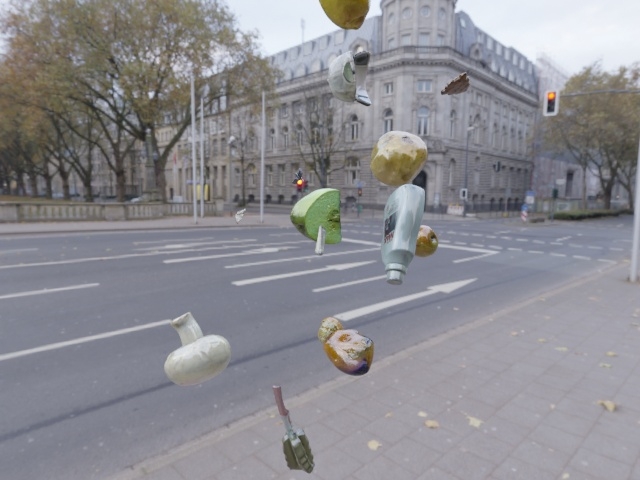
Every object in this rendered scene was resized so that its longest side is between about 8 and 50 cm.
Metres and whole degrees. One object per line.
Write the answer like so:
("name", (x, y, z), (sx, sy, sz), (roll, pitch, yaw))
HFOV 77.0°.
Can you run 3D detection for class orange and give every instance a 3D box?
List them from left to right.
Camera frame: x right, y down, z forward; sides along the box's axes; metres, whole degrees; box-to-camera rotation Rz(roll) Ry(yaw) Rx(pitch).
("orange", (0.057, 0.491, 2.164), (0.134, 0.157, 0.156), (13, 10, 19))

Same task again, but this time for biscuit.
("biscuit", (0.545, -0.609, 1.589), (0.130, 0.019, 0.119), (-3, -21, -40))

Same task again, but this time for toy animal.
("toy animal", (-0.090, -0.272, 1.749), (0.050, 0.084, 0.028), (23, 36, -10))

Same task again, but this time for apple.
("apple", (0.550, 0.008, 2.190), (0.155, 0.182, 0.182), (-16, -6, 43))

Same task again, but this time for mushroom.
("mushroom", (-0.593, 0.548, 1.929), (0.315, 0.356, 0.315), (-8, 33, 5))

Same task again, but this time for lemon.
("lemon", (0.076, -0.770, 1.260), (0.170, 0.207, 0.170), (-26, 1, 1))

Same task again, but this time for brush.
("brush", (-0.091, 0.562, 1.193), (0.084, 0.301, 0.071), (-9, 16, 22))

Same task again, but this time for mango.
("mango", (0.130, 0.515, 1.874), (0.201, 0.153, 0.287), (-22, 19, -24))

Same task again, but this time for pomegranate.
("pomegranate", (0.443, -0.456, 2.290), (0.332, 0.333, 0.332), (1, 7, 0))

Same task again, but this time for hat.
("hat", (0.140, -0.716, 1.789), (0.161, 0.232, 0.275), (10, 19, 34))

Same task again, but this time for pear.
("pear", (-0.030, -0.110, 1.969), (0.292, 0.292, 0.159), (-5, 11, -38))

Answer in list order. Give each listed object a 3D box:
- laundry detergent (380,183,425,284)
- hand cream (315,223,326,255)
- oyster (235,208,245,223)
("laundry detergent", (0.323, -0.008, 1.667), (0.124, 0.398, 0.264), (16, -23, -12))
("hand cream", (0.000, 0.000, 1.861), (0.039, 0.143, 0.061), (-6, -24, 33))
("oyster", (-0.437, -0.133, 2.170), (0.038, 0.081, 0.083), (35, 16, -14))
